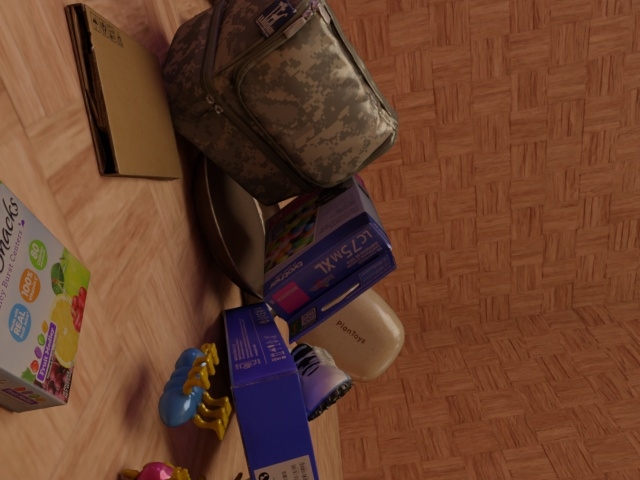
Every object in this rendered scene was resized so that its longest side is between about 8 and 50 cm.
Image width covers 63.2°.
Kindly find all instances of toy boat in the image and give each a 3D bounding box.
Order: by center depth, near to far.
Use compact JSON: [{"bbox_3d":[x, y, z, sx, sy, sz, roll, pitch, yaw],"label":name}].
[{"bbox_3d":[-0.002,0.215,1.083,0.267,0.318,0.148,43,0,-6],"label":"toy boat"}]

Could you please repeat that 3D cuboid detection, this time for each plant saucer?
[{"bbox_3d":[-0.135,-0.040,0.900,0.311,0.050,0.310,-17,90,-75],"label":"plant saucer"}]

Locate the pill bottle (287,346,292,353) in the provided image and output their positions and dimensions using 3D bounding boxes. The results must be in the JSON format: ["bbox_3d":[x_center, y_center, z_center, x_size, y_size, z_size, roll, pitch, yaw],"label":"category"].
[{"bbox_3d":[-0.079,0.228,0.941,0.065,0.117,0.065,-9,90,-87],"label":"pill bottle"}]

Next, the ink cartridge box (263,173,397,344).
[{"bbox_3d":[0.000,0.000,0.788,0.065,0.186,0.311,48,14,-26],"label":"ink cartridge box"}]

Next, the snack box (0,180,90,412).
[{"bbox_3d":[-0.187,0.027,0.295,0.141,0.037,0.100,76,5,-54],"label":"snack box"}]

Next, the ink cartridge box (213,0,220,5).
[{"bbox_3d":[-0.198,-0.655,1.175,0.160,0.093,0.219,20,-56,57],"label":"ink cartridge box"}]

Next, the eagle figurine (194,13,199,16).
[{"bbox_3d":[-0.151,-0.298,1.046,0.226,0.225,0.298,42,25,25],"label":"eagle figurine"}]

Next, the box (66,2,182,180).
[{"bbox_3d":[-0.210,-0.150,0.588,0.201,0.021,0.164,-73,154,-84],"label":"box"}]

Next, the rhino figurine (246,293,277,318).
[{"bbox_3d":[-0.114,0.127,1.045,0.106,0.073,0.243,92,-4,-80],"label":"rhino figurine"}]

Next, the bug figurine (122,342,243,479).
[{"bbox_3d":[-0.123,0.246,0.495,0.216,0.072,0.278,-79,164,-64],"label":"bug figurine"}]

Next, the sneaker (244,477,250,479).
[{"bbox_3d":[-0.068,0.449,0.763,0.115,0.091,0.232,-85,165,-64],"label":"sneaker"}]

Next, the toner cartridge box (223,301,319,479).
[{"bbox_3d":[-0.078,0.202,0.709,0.348,0.075,0.165,-156,-123,-77],"label":"toner cartridge box"}]

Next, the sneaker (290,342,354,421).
[{"bbox_3d":[-0.013,0.193,0.745,0.086,0.085,0.237,52,-10,1],"label":"sneaker"}]

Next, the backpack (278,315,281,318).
[{"bbox_3d":[-0.080,0.131,1.355,0.084,0.105,0.114,77,-1,-61],"label":"backpack"}]

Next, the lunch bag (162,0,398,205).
[{"bbox_3d":[-0.048,-0.219,0.776,0.305,0.256,0.212,44,38,-45],"label":"lunch bag"}]
